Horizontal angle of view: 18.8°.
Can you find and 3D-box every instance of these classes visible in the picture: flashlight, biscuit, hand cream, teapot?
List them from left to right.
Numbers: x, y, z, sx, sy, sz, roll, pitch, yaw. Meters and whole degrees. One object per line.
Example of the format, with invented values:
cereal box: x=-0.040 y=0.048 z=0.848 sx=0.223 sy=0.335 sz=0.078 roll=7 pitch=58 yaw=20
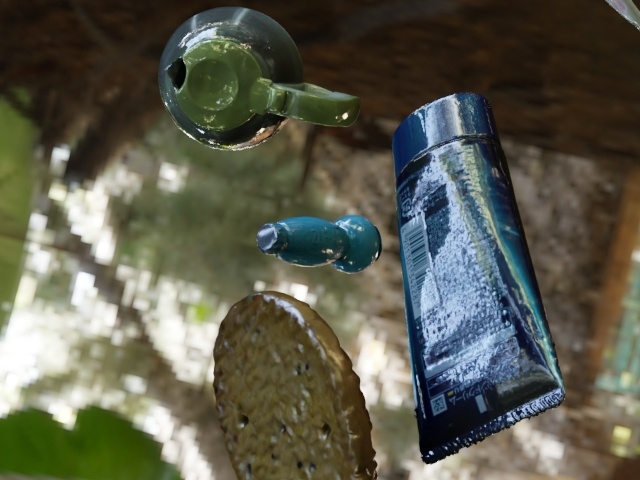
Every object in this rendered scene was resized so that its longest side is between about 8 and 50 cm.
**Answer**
teapot: x=-0.044 y=-0.103 z=1.211 sx=0.091 sy=0.124 sz=0.092 roll=-65 pitch=-39 yaw=-79
biscuit: x=-0.018 y=0.125 z=1.332 sx=0.027 sy=0.188 sz=0.188 roll=-15 pitch=-51 yaw=-31
flashlight: x=0.000 y=0.000 z=1.618 sx=0.129 sy=0.051 sz=0.051 roll=7 pitch=-82 yaw=-50
hand cream: x=0.102 y=0.020 z=1.373 sx=0.061 sy=0.120 sz=0.271 roll=34 pitch=-142 yaw=-41

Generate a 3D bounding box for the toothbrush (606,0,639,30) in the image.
toothbrush: x=0.136 y=-0.153 z=1.041 sx=0.017 sy=0.204 sz=0.022 roll=-41 pitch=18 yaw=38
